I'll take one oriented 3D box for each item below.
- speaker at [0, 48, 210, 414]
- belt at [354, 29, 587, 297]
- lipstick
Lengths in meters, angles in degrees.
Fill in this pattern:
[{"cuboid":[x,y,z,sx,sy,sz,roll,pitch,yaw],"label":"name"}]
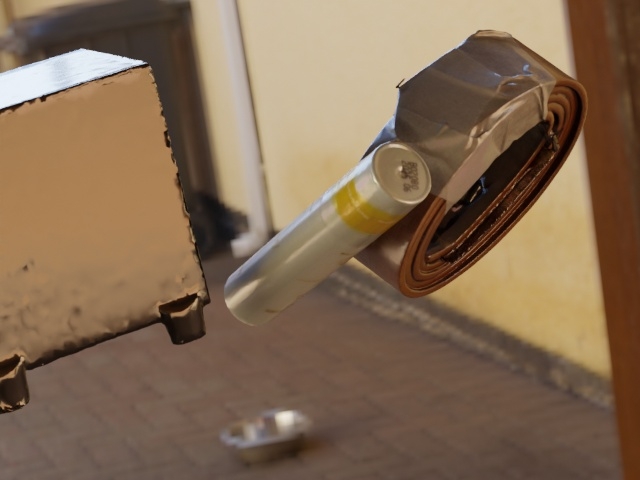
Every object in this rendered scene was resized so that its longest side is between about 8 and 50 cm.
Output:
[{"cuboid":[-0.246,-0.015,1.445,0.232,0.254,0.184,-21,18,-23],"label":"speaker"},{"cuboid":[0.127,-0.071,1.513,0.261,0.184,0.105,-46,61,-10],"label":"belt"},{"cuboid":[0.000,0.000,1.398,0.059,0.059,0.264,-18,-14,-37],"label":"lipstick"}]
